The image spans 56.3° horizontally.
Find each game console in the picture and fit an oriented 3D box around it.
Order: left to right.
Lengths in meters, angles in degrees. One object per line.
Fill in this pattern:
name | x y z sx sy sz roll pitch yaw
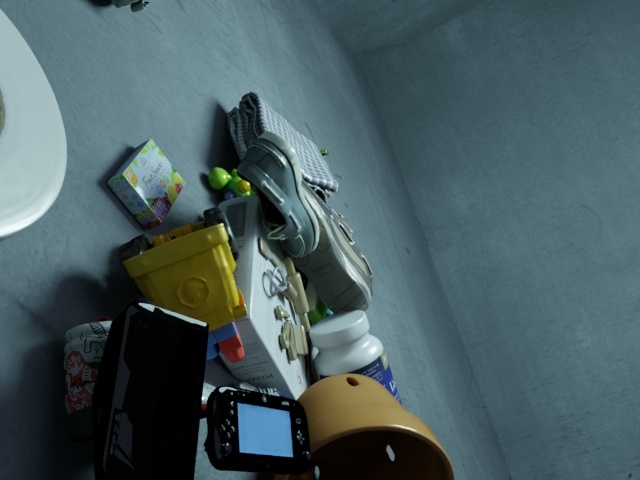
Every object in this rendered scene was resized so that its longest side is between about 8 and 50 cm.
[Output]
game console | -0.125 0.218 0.750 0.361 0.044 0.213 30 54 -49

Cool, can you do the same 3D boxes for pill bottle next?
pill bottle | 0.074 0.291 1.258 0.153 0.153 0.265 -46 119 -70

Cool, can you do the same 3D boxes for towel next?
towel | -0.091 -0.202 1.396 0.235 0.121 0.284 38 18 -36

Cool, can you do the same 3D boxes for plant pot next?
plant pot | 0.054 0.366 1.019 0.291 0.291 0.203 57 4 -25

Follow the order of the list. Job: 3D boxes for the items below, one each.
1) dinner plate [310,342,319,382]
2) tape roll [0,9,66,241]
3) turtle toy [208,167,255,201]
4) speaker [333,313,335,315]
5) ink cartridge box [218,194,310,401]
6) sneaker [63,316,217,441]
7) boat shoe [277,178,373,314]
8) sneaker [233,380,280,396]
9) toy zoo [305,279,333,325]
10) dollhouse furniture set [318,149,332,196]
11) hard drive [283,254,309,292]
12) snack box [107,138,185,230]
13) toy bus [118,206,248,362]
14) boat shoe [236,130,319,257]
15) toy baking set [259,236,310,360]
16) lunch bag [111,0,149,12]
dinner plate | 0.005 0.278 1.328 0.141 0.017 0.141 50 31 -46
tape roll | -0.438 -0.165 0.614 0.392 0.072 0.392 52 23 -33
turtle toy | -0.177 -0.105 1.242 0.130 0.066 0.095 51 0 -31
speaker | 0.058 0.223 1.364 0.055 0.055 0.136 2 86 -69
ink cartridge box | -0.106 0.154 1.157 0.308 0.091 0.385 -94 170 -46
sneaker | -0.215 0.168 0.779 0.270 0.090 0.145 19 52 -61
boat shoe | 0.000 0.000 1.304 0.355 0.132 0.130 60 30 -16
sneaker | -0.097 0.269 1.020 0.135 0.058 0.052 45 27 -44
toy zoo | 0.045 0.166 1.450 0.293 0.030 0.192 59 35 -42
dollhouse furniture set | -0.002 -0.213 1.914 0.076 0.058 0.152 -1 87 -77
hard drive | -0.047 0.007 1.475 0.255 0.054 0.172 68 19 4
snack box | -0.284 -0.095 0.991 0.100 0.037 0.141 55 22 -26
toy bus | -0.173 0.071 0.864 0.220 0.149 0.211 -152 -141 -77
boat shoe | -0.083 -0.057 1.103 0.116 0.099 0.319 29 -27 26
toy baking set | -0.058 0.106 1.127 0.197 0.030 0.256 -54 131 -80
lunch bag | -0.382 -0.608 1.117 0.305 0.212 0.256 54 38 -29
